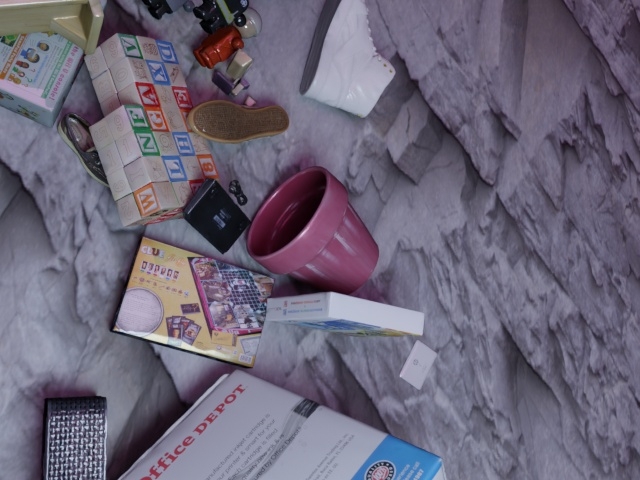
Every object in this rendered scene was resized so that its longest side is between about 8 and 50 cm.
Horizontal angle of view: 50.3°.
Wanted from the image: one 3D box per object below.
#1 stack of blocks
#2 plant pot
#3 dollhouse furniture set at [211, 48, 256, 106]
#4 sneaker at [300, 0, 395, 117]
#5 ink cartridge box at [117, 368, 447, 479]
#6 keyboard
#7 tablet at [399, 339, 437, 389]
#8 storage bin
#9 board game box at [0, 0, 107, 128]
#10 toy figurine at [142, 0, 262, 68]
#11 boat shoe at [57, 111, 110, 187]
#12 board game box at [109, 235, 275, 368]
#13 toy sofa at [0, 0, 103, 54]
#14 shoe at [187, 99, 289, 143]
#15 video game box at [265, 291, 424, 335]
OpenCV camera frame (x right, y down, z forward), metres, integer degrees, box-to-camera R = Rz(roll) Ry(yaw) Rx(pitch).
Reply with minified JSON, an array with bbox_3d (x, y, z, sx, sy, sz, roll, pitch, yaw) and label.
[{"bbox_3d":[-0.284,-0.182,1.125,0.171,0.087,0.297,-14,84,-60],"label":"stack of blocks"},{"bbox_3d":[0.000,0.000,1.210,0.180,0.201,0.201,41,66,-28],"label":"plant pot"},{"bbox_3d":[-0.126,-0.312,1.252,0.091,0.114,0.081,41,62,-9],"label":"dollhouse furniture set"},{"bbox_3d":[0.078,-0.392,1.370,0.169,0.108,0.292,20,82,-21],"label":"sneaker"},{"bbox_3d":[-0.057,0.380,0.957,0.285,0.395,0.166,-42,130,-35],"label":"ink cartridge box"},{"bbox_3d":[-0.166,-0.050,1.150,0.023,0.180,0.108,35,81,22],"label":"keyboard"},{"bbox_3d":[0.192,0.244,1.338,0.054,0.006,0.083,36,67,-13],"label":"tablet"},{"bbox_3d":[-0.367,0.324,1.009,0.084,0.122,0.180,4,78,-24],"label":"storage bin"},{"bbox_3d":[-0.531,-0.349,1.088,0.303,0.097,0.224,24,72,-16],"label":"board game box"},{"bbox_3d":[-0.198,-0.433,1.185,0.209,0.213,0.148,44,74,3],"label":"toy figurine"},{"bbox_3d":[-0.378,-0.148,1.140,0.152,0.049,0.056,46,65,-10],"label":"boat shoe"},{"bbox_3d":[-0.213,0.109,1.166,0.243,0.042,0.165,20,72,-19],"label":"board game box"},{"bbox_3d":[-0.508,-0.350,0.964,0.363,0.150,0.177,-15,88,-25],"label":"toy sofa"},{"bbox_3d":[-0.150,-0.206,1.211,0.219,0.058,0.076,-9,90,-46],"label":"shoe"},{"bbox_3d":[0.040,0.131,1.172,0.205,0.187,0.048,15,76,-34],"label":"video game box"}]
